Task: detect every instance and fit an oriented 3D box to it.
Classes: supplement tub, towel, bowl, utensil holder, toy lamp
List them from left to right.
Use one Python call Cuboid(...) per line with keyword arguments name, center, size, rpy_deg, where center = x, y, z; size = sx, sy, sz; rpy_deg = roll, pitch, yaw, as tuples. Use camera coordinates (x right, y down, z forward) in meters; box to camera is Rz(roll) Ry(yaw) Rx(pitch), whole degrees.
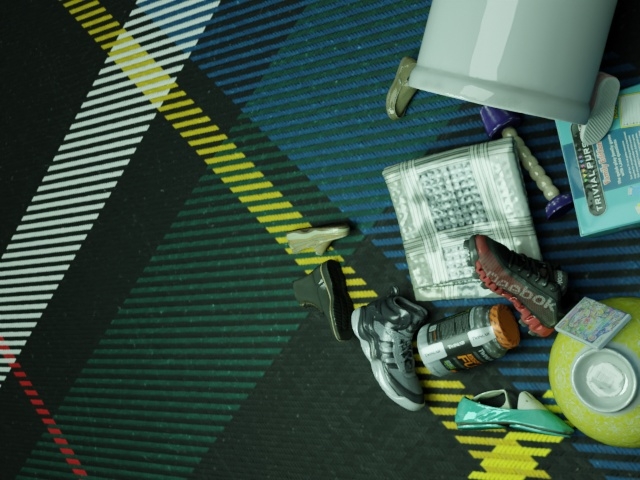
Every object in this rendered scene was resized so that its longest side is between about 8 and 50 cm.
Cuboid(name="towel", center=(0.294, -0.029, 1.676), size=(0.312, 0.056, 0.324), rpy_deg=(-10, 100, 35))
Cuboid(name="supplement tub", center=(0.308, 0.204, 1.672), size=(0.190, 0.117, 0.117), rpy_deg=(-26, 74, 33))
Cuboid(name="utensil holder", center=(0.358, -0.425, 1.414), size=(0.328, 0.328, 0.385), rpy_deg=(23, 107, 34))
Cuboid(name="toy lamp", center=(0.414, -0.170, 1.634), size=(0.080, 0.080, 0.274), rpy_deg=(-39, 67, 28))
Cuboid(name="bowl", center=(0.542, 0.247, 1.480), size=(0.290, 0.156, 0.289), rpy_deg=(-2, 87, 36))

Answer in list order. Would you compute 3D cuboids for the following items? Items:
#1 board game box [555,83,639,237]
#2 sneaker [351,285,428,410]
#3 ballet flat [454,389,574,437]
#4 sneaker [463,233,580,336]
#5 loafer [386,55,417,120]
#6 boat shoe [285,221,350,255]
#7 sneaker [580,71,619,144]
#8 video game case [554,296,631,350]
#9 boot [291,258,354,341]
Cuboid(name="board game box", center=(0.626, -0.166, 1.479), size=(0.336, 0.079, 0.253), rpy_deg=(-16, 78, 34))
Cuboid(name="sneaker", center=(0.181, 0.230, 1.769), size=(0.153, 0.101, 0.268), rpy_deg=(-43, 63, 29))
Cuboid(name="ballet flat", center=(0.389, 0.348, 1.635), size=(0.247, 0.083, 0.087), rpy_deg=(-4, 72, 33))
Cuboid(name="sneaker", center=(0.394, 0.070, 1.542), size=(0.276, 0.097, 0.135), rpy_deg=(42, 130, -19))
Cuboid(name="loafer", center=(0.190, -0.341, 1.811), size=(0.050, 0.056, 0.147), rpy_deg=(21, 101, 40))
Cuboid(name="boat shoe", center=(0.000, 0.000, 1.938), size=(0.190, 0.068, 0.072), rpy_deg=(-8, 96, 45))
Cuboid(name="sneaker", center=(0.510, -0.249, 1.494), size=(0.070, 0.051, 0.134), rpy_deg=(-106, 22, -58))
Cuboid(name="video game case", center=(0.496, 0.150, 1.471), size=(0.087, 0.011, 0.122), rpy_deg=(-43, 23, -8))
Cuboid(name="boot", center=(0.003, 0.161, 1.926), size=(0.137, 0.077, 0.197), rpy_deg=(-28, 59, 36))
